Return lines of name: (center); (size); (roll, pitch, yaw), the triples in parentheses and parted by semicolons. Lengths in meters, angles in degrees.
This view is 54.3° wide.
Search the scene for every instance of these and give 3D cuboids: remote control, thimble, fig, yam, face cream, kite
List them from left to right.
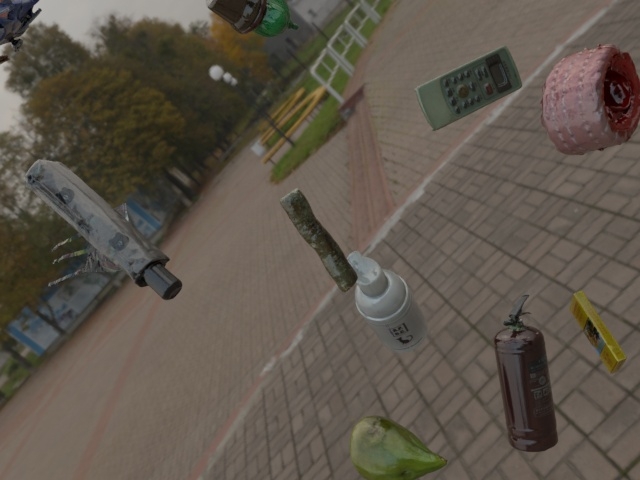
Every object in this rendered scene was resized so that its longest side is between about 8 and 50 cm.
kite: (-0.520, 0.024, 1.380); (0.286, 0.015, 0.152); (-20, 65, 32)
yam: (0.000, 0.000, 1.385); (0.061, 0.252, 0.061); (-34, 7, 5)
face cream: (0.165, 0.157, 1.613); (0.146, 0.369, 0.145); (-13, 55, 19)
fig: (0.171, 0.525, 1.511); (0.167, 0.167, 0.234); (-50, 48, -8)
remote control: (0.369, -0.379, 1.554); (0.286, 0.123, 0.038); (-26, 7, -16)
thimble: (0.501, -0.253, 1.156); (0.125, 0.163, 0.189); (-8, 57, 53)

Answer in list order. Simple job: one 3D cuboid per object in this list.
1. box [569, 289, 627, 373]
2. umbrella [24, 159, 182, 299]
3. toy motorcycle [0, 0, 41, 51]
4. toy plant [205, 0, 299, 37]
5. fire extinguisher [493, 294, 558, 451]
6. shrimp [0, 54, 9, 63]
box: (0.546, 0.182, 1.235); (0.023, 0.087, 0.155); (-23, 58, -1)
umbrella: (-0.360, -0.019, 1.040); (0.067, 0.337, 0.073); (-57, -13, 24)
toy motorcycle: (-0.603, -0.427, 1.192); (0.114, 0.076, 0.205); (-54, 12, 26)
toy plant: (-0.119, -0.446, 1.213); (0.143, 0.201, 0.105); (49, 122, 52)
fire extinguisher: (0.476, 0.305, 1.450); (0.114, 0.337, 0.136); (-4, 10, 43)
shrimp: (-0.692, -0.408, 1.332); (0.127, 0.025, 0.091); (-38, -2, 21)
